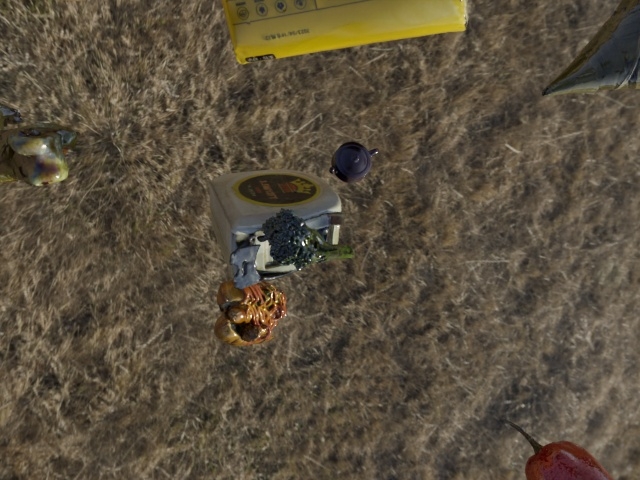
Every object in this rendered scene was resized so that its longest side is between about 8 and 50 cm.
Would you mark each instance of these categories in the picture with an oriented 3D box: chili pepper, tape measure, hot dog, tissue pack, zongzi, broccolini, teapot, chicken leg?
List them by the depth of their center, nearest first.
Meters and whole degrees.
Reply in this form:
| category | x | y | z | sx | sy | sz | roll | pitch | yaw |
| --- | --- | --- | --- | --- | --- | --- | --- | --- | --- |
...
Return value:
| category | x | y | z | sx | sy | sz | roll | pitch | yaw |
| --- | --- | --- | --- | --- | --- | --- | --- | --- | --- |
| chili pepper | 0.301 | 0.296 | 0.612 | 0.086 | 0.192 | 0.084 | -26 | 136 | -20 |
| zongzi | 0.400 | -0.285 | 0.683 | 0.176 | 0.078 | 0.160 | -1 | 82 | 14 |
| broccolini | -0.010 | 0.017 | 0.685 | 0.068 | 0.091 | 0.203 | -54 | 149 | 4 |
| chicken leg | -0.482 | -0.128 | 0.689 | 0.362 | 0.211 | 0.140 | -3 | 137 | 10 |
| tissue pack | 0.033 | -0.468 | 0.775 | 0.382 | 0.228 | 0.293 | -2 | 122 | 17 |
| teapot | 0.057 | -0.135 | 0.827 | 0.100 | 0.045 | 0.067 | -26 | 87 | -15 |
| tape measure | -0.062 | -0.023 | 0.844 | 0.232 | 0.271 | 0.132 | -6 | 117 | -18 |
| hot dog | -0.149 | 0.169 | 1.163 | 0.117 | 0.349 | 0.158 | 3 | 81 | 8 |
